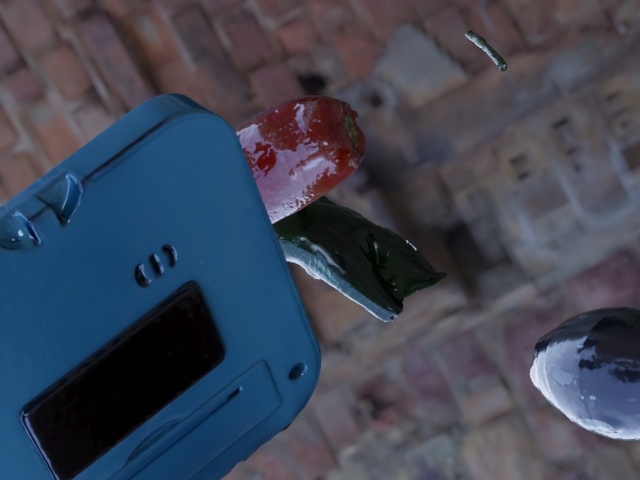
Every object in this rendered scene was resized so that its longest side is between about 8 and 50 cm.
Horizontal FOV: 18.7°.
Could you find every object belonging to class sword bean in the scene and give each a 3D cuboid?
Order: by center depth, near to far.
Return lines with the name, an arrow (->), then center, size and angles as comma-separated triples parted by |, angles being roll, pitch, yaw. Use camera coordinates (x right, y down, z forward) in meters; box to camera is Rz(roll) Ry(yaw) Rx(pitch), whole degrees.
sword bean -> 0.154, -0.177, 1.800 | 0.012, 0.012, 0.083 | 57, 179, -34

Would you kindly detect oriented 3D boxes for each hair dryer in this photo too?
hair dryer -> 0.285, 0.148, 1.306 | 0.271, 0.091, 0.235 | 46, 157, -27

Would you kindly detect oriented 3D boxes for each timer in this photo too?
timer -> -0.129, 0.053, 1.060 | 0.091, 0.232, 0.250 | 38, 157, 38

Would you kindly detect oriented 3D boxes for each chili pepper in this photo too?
chili pepper -> -0.025, -0.058, 1.350 | 0.070, 0.123, 0.073 | 53, -147, -16
chili pepper -> 0.000, -0.001, 1.682 | 0.061, 0.224, 0.098 | 104, -168, -46
